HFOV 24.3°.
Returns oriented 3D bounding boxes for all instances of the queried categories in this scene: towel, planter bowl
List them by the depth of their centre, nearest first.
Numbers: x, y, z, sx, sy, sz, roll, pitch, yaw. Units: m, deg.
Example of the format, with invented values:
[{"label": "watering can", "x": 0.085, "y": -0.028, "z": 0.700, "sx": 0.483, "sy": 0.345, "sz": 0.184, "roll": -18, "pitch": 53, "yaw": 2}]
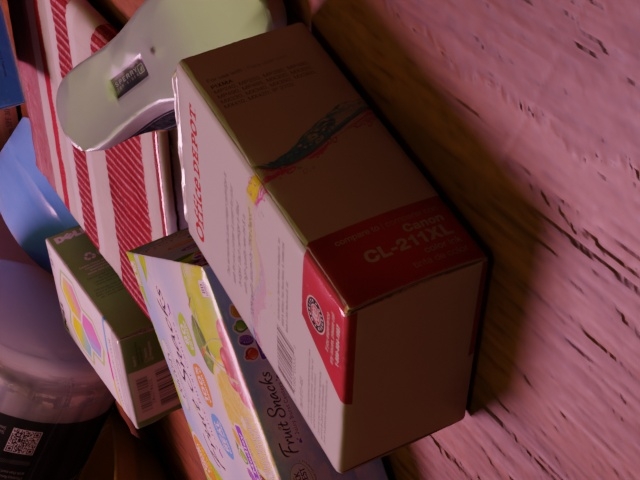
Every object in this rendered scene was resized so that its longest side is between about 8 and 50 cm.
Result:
[{"label": "towel", "x": -0.171, "y": -0.086, "z": 1.166, "sx": 0.329, "sy": 0.037, "sz": 0.237, "roll": 47, "pitch": 149, "yaw": 46}, {"label": "planter bowl", "x": -0.218, "y": 0.272, "z": 1.545, "sx": 0.217, "sy": 0.090, "sz": 0.217, "roll": -32, "pitch": 52, "yaw": 52}]

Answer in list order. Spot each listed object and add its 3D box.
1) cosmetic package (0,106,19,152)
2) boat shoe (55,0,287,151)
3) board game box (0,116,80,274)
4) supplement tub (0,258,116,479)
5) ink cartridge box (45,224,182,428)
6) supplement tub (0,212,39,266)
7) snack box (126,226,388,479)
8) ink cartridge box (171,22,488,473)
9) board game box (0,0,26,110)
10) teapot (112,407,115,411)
[{"label": "cosmetic package", "x": -0.482, "y": -0.121, "z": 1.590, "sx": 0.129, "sy": 0.296, "sz": 0.153, "roll": 59, "pitch": 160, "yaw": 32}, {"label": "boat shoe", "x": -0.065, "y": -0.104, "z": 0.814, "sx": 0.183, "sy": 0.083, "sz": 0.065, "roll": -21, "pitch": 91, "yaw": 45}, {"label": "board game box", "x": -0.251, "y": -0.045, "z": 1.421, "sx": 0.133, "sy": 0.033, "sz": 0.168, "roll": 53, "pitch": 138, "yaw": 7}, {"label": "supplement tub", "x": -0.339, "y": 0.204, "z": 1.478, "sx": 0.207, "sy": 0.207, "sz": 0.338, "roll": 52, "pitch": 123, "yaw": 42}, {"label": "ink cartridge box", "x": -0.185, "y": 0.053, "z": 1.292, "sx": 0.209, "sy": 0.062, "sz": 0.109, "roll": 47, "pitch": 151, "yaw": 41}, {"label": "supplement tub", "x": -0.410, "y": 0.076, "z": 1.626, "sx": 0.272, "sy": 0.191, "sz": 0.191, "roll": -55, "pitch": 52, "yaw": 31}, {"label": "snack box", "x": -0.044, "y": 0.080, "z": 0.930, "sx": 0.174, "sy": 0.070, "sz": 0.207, "roll": 71, "pitch": 163, "yaw": -8}, {"label": "ink cartridge box", "x": 0.000, "y": 0.000, "z": 0.711, "sx": 0.175, "sy": 0.072, "sz": 0.127, "roll": 56, "pitch": 158, "yaw": 35}, {"label": "board game box", "x": -0.338, "y": -0.296, "z": 1.242, "sx": 0.302, "sy": 0.086, "sz": 0.308, "roll": -121, "pitch": 19, "yaw": -58}, {"label": "teapot", "x": -0.343, "y": 0.250, "z": 1.779, "sx": 0.252, "sy": 0.187, "sz": 0.256, "roll": 67, "pitch": 163, "yaw": 8}]
